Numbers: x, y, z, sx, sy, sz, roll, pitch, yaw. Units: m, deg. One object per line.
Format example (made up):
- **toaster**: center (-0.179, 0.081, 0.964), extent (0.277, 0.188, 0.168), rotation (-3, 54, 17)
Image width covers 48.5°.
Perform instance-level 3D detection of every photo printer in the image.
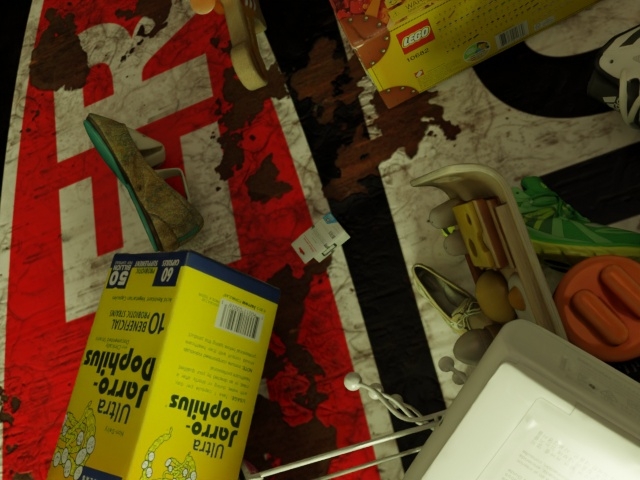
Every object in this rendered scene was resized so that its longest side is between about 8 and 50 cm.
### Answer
- **photo printer**: center (0.223, 0.262, 0.708), extent (0.256, 0.107, 0.307), rotation (31, 121, 12)

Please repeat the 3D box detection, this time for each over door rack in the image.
- **over door rack**: center (0.053, 0.254, 0.914), extent (0.324, 0.239, 0.108), rotation (-31, 64, 8)

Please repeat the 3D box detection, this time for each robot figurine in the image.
- **robot figurine**: center (0.346, 0.089, 0.872), extent (0.128, 0.219, 0.158), rotation (8, 81, 17)

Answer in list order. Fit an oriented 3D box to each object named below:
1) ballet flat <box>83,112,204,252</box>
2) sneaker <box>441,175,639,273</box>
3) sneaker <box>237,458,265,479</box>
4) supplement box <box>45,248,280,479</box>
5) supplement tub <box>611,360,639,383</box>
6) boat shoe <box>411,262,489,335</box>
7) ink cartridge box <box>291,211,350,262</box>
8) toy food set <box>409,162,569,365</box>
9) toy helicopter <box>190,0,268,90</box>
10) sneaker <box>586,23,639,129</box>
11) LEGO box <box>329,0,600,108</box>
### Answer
- **ballet flat**: center (-0.317, -0.121, 1.295), extent (0.123, 0.123, 0.348), rotation (-39, 60, 4)
- **sneaker**: center (0.312, -0.029, 0.993), extent (0.296, 0.109, 0.123), rotation (15, 80, 27)
- **sneaker**: center (-0.103, 0.402, 1.019), extent (0.075, 0.063, 0.170), rotation (-26, 67, 4)
- **supplement box**: center (-0.224, 0.211, 1.041), extent (0.194, 0.195, 0.356), rotation (-4, 67, 42)
- **supplement tub**: center (0.441, 0.216, 0.797), extent (0.316, 0.193, 0.193), rotation (-18, 64, 16)
- **boat shoe**: center (0.191, 0.089, 1.031), extent (0.056, 0.048, 0.153), rotation (-44, 61, 2)
- **ink cartridge box**: center (0.000, 0.000, 1.155), extent (0.083, 0.028, 0.048), rotation (-39, 61, 4)
- **toy food set**: center (0.194, 0.056, 0.881), extent (0.092, 0.220, 0.306), rotation (-21, 91, -5)
- **toy helicopter**: center (-0.155, -0.428, 1.267), extent (0.140, 0.235, 0.355), rotation (-20, 64, 14)
- **sneaker**: center (0.482, -0.132, 0.959), extent (0.258, 0.169, 0.447), rotation (10, 66, 34)
- **LEGO box**: center (0.243, -0.509, 1.161), extent (0.500, 0.193, 0.372), rotation (-26, 63, 11)
